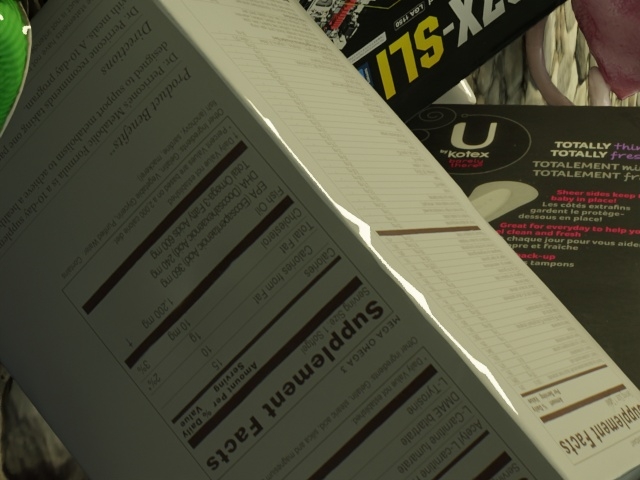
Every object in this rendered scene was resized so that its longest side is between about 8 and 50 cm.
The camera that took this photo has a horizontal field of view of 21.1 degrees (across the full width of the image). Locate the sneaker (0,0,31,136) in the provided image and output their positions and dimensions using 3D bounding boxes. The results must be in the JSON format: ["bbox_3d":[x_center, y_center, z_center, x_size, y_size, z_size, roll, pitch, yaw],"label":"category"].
[{"bbox_3d":[-0.126,-0.058,0.433,0.343,0.146,0.134,-53,162,-59],"label":"sneaker"}]

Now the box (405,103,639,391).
[{"bbox_3d":[0.104,0.054,0.886,0.270,0.165,0.143,-69,158,-54],"label":"box"}]

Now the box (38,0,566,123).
[{"bbox_3d":[0.019,-0.177,0.768,0.322,0.079,0.257,-38,140,-19],"label":"box"}]

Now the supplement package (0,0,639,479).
[{"bbox_3d":[-0.013,0.030,0.616,0.134,0.244,0.139,-45,163,19],"label":"supplement package"}]

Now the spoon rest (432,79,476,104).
[{"bbox_3d":[0.040,-0.151,0.997,0.276,0.137,0.084,65,1,-69],"label":"spoon rest"}]

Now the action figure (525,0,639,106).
[{"bbox_3d":[0.205,-0.301,1.349,0.276,0.248,0.370,-39,136,3],"label":"action figure"}]
